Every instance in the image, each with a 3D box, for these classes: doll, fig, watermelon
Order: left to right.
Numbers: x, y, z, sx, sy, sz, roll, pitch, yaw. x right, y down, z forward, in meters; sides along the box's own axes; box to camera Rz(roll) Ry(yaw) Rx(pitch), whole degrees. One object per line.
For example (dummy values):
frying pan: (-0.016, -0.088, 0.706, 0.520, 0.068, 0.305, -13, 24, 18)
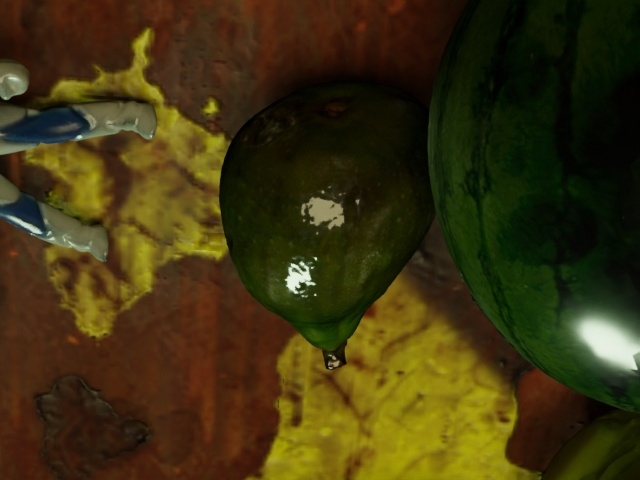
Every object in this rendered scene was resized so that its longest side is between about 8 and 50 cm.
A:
doll: (-0.200, -0.046, 0.564, 0.227, 0.057, 0.114, 14, 121, -27)
fig: (0.000, 0.000, 0.604, 0.117, 0.117, 0.177, 5, 138, -5)
watermelon: (0.163, -0.044, 0.507, 0.242, 0.242, 0.242, -1, 116, -2)

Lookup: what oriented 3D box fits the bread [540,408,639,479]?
bread: (0.305, 0.202, 0.702, 0.384, 0.112, 0.166, 27, 128, -14)
